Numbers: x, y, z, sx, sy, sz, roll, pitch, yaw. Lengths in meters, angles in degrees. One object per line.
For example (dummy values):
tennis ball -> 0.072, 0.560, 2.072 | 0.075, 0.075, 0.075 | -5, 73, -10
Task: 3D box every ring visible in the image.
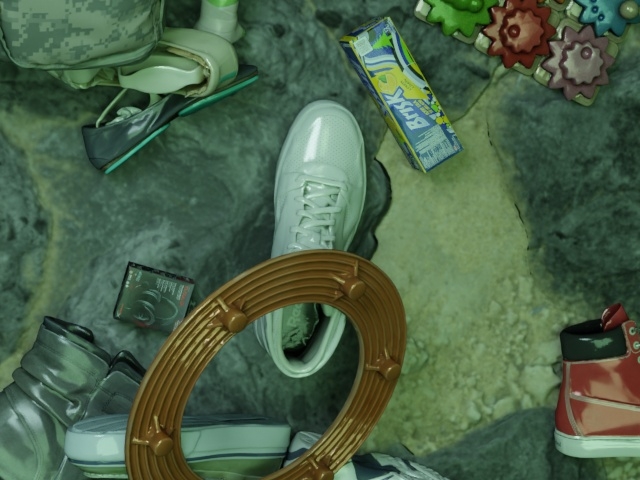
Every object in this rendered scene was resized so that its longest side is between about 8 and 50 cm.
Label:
ring -> -0.041, 0.161, 1.285 | 0.336, 0.032, 0.336 | -21, 129, -28

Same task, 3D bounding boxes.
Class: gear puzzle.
gear puzzle -> 0.201, -0.291, 1.404 | 0.339, 0.044, 0.175 | 25, 95, -14

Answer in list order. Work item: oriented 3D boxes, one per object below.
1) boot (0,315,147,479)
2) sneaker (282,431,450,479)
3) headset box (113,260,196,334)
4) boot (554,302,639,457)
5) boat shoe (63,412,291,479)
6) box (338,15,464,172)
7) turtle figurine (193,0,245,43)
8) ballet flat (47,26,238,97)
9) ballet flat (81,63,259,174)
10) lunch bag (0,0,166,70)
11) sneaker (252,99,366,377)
boot -> -0.226, 0.255, 1.397 | 0.338, 0.118, 0.223 | 45, 80, -23
sneaker -> 0.054, 0.327, 1.468 | 0.235, 0.094, 0.153 | 19, 98, -13
headset box -> -0.179, 0.065, 1.406 | 0.083, 0.032, 0.062 | 17, 97, -12
boot -> 0.399, 0.162, 1.507 | 0.244, 0.088, 0.176 | 0, 99, -7
boat shoe -> -0.139, 0.233, 1.341 | 0.302, 0.109, 0.094 | 9, 87, -48
box -> 0.088, -0.160, 1.399 | 0.054, 0.059, 0.169 | -32, 104, -5
turtle figurine -> -0.109, -0.358, 1.306 | 0.198, 0.275, 0.266 | 1, 122, -33
ballet flat -> -0.207, -0.185, 1.287 | 0.248, 0.086, 0.086 | 7, 100, 10
ballet flat -> -0.165, -0.148, 1.351 | 0.203, 0.074, 0.074 | -32, 104, 1
lunch bag -> -0.248, -0.306, 1.128 | 0.256, 0.212, 0.305 | 11, 137, -4
sneaker -> 0.000, 0.000, 1.358 | 0.108, 0.169, 0.292 | 9, 98, -10
